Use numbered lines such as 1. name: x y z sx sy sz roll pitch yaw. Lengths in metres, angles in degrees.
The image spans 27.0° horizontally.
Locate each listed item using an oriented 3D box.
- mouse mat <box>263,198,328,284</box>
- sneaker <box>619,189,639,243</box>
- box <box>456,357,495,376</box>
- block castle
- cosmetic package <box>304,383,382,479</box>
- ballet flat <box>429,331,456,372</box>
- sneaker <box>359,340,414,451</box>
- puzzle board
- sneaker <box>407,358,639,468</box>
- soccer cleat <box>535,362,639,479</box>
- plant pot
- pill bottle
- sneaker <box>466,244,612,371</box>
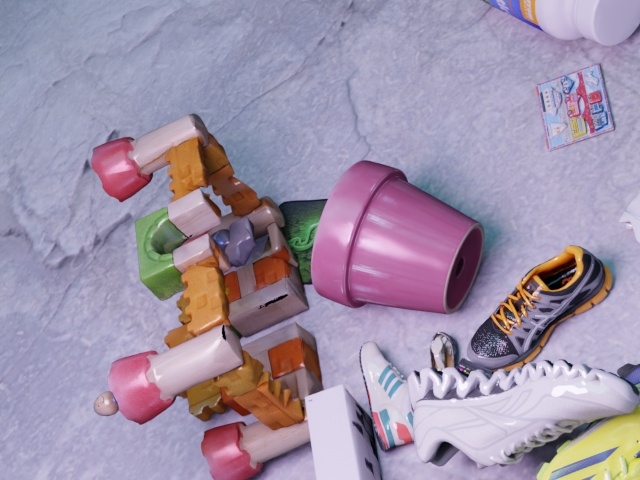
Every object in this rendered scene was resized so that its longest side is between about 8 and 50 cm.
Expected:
1. mouse mat: 0.000 0.000 1.966 0.190 0.007 0.152 -3 56 28
2. sneaker: 0.438 -0.006 1.684 0.061 0.054 0.152 -46 40 6
3. box: 0.186 0.201 1.666 0.052 0.062 0.083 21 70 40
4. block castle: -0.173 0.083 1.803 0.213 0.303 0.453 -26 49 15
5. cosmetic package: 0.040 0.306 1.652 0.060 0.099 0.239 -23 49 15
6. ballet flat: 0.157 0.167 1.726 0.041 0.041 0.114 -15 51 21
7. sneaker: 0.098 0.198 1.737 0.075 0.057 0.161 -13 48 1
8. puzzle board: 0.359 -0.191 1.890 0.096 0.011 0.128 -18 49 19
9. sneaker: 0.230 0.204 1.532 0.292 0.110 0.118 -10 65 38
10. soccer cleat: 0.331 0.263 1.509 0.121 0.093 0.289 23 69 47
11. plant pot: 0.111 0.011 1.778 0.180 0.201 0.201 19 68 21
12. pill bottle: 0.340 -0.383 1.946 0.152 0.152 0.272 -45 46 -6
13. sneaker: 0.267 0.082 1.693 0.215 0.083 0.084 -41 48 0
